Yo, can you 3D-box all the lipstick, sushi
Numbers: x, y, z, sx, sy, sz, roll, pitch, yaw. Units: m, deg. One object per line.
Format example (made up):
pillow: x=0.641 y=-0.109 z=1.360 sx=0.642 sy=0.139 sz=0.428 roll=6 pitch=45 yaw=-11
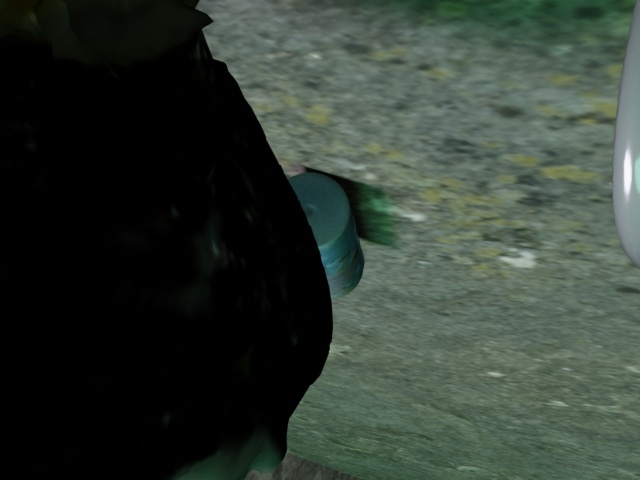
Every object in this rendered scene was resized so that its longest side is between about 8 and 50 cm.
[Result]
lipstick: x=0.000 y=0.000 z=1.123 sx=0.048 sy=0.048 sz=0.158 roll=17 pitch=169 yaw=8
sushi: x=-0.165 y=-0.051 z=0.612 sx=0.329 sy=0.285 sz=0.328 roll=0 pitch=-176 yaw=-25

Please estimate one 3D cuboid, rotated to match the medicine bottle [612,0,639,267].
medicine bottle: x=0.204 y=-0.027 z=0.422 sx=0.250 sy=0.133 sz=0.133 roll=14 pitch=168 yaw=22
